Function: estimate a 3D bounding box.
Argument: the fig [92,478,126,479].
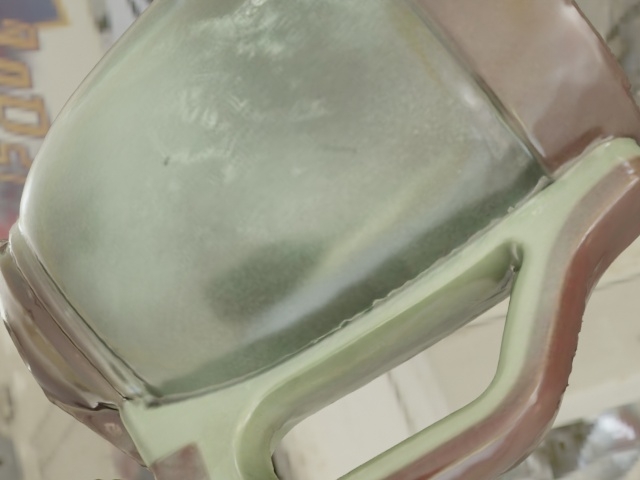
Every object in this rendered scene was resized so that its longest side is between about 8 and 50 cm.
[{"bbox_3d":[-0.027,0.198,0.522,0.233,0.167,0.167,-80,8,-47],"label":"fig"}]

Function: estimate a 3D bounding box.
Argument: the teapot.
[{"bbox_3d":[0.000,0.000,0.754,0.312,0.233,0.315,-40,51,5],"label":"teapot"}]
